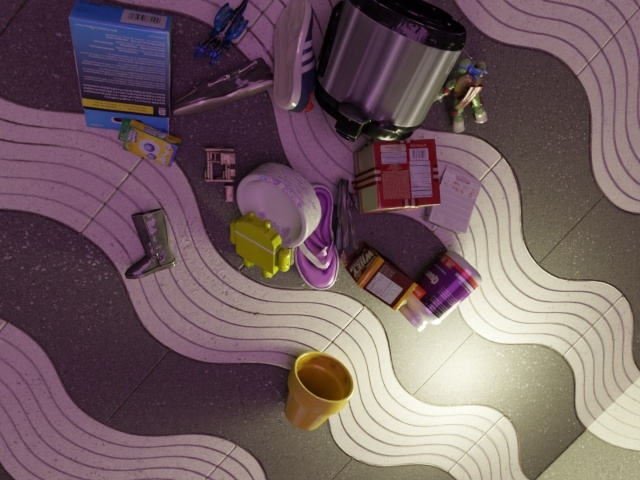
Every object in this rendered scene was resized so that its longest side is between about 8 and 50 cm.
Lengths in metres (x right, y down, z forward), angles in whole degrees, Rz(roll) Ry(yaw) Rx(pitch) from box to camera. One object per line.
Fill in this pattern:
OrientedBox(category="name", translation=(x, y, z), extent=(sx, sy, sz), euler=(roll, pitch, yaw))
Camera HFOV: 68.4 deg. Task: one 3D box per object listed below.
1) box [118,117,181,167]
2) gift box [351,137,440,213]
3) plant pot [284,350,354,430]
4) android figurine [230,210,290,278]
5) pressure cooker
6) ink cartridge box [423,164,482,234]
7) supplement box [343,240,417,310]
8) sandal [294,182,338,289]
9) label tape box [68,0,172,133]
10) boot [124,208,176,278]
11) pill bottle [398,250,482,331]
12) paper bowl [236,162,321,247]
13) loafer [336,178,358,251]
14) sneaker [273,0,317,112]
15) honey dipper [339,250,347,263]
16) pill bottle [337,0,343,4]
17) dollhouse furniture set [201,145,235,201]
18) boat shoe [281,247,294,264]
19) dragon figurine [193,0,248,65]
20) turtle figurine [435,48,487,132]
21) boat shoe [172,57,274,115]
OrientedBox(category="box", translation=(-0.543, -0.309, 1.483), extent=(0.179, 0.043, 0.105), euler=(22, 137, -18))
OrientedBox(category="gift box", translation=(0.261, -0.233, 1.626), extent=(0.255, 0.258, 0.276), euler=(-1, 89, -12))
OrientedBox(category="plant pot", translation=(-0.028, 0.611, 1.862), extent=(0.254, 0.254, 0.239), euler=(16, 119, -18))
OrientedBox(category="android figurine", translation=(-0.212, 0.014, 1.609), extent=(0.248, 0.056, 0.272), euler=(28, 140, 18))
OrientedBox(category="pressure cooker", translation=(0.179, -0.495, 1.402), extent=(0.370, 0.375, 0.420), euler=(-4, 137, -31))
OrientedBox(category="ink cartridge box", translation=(0.515, -0.154, 1.832), extent=(0.181, 0.056, 0.224), euler=(19, 85, -19))
OrientedBox(category="supplement box", translation=(0.220, 0.129, 1.770), extent=(0.194, 0.191, 0.129), euler=(35, 97, -23))
OrientedBox(category="sandal", translation=(-0.015, 0.003, 1.715), extent=(0.170, 0.102, 0.416), euler=(-10, 111, -10))
OrientedBox(category="label tape box", translation=(-0.568, -0.490, 1.383), extent=(0.249, 0.115, 0.347), euler=(3, 141, -15))
OrientedBox(category="boot", translation=(-0.596, 0.011, 1.590), extent=(0.190, 0.076, 0.208), euler=(-22, 120, -21))
OrientedBox(category="pill bottle", translation=(0.465, 0.205, 1.863), extent=(0.323, 0.181, 0.181), euler=(-45, 113, 4))
OrientedBox(category="paper bowl", translation=(-0.127, -0.128, 1.572), extent=(0.148, 0.284, 0.284), euler=(-47, 120, -39))
OrientedBox(category="loafer", translation=(0.102, -0.090, 1.704), extent=(0.084, 0.096, 0.267), euler=(3, 105, 5))
OrientedBox(category="sneaker", translation=(-0.060, -0.580, 1.505), extent=(0.148, 0.131, 0.349), euler=(4, 96, -51))
OrientedBox(category="honey dipper", translation=(0.084, 0.007, 1.784), extent=(0.031, 0.030, 0.160), euler=(-8, 107, -11))
OrientedBox(category="pill bottle", translation=(0.164, -0.758, 1.486), extent=(0.209, 0.117, 0.117), euler=(-12, 111, -9))
OrientedBox(category="dollhouse furniture set", translation=(-0.332, -0.205, 1.532), extent=(0.101, 0.161, 0.181), euler=(-1, 108, -13))
OrientedBox(category="boat shoe", translation=(-0.122, 0.023, 1.722), extent=(0.049, 0.056, 0.152), euler=(-7, 110, -17))
OrientedBox(category="dragon figurine", translation=(-0.272, -0.645, 1.403), extent=(0.085, 0.144, 0.289), euler=(35, 98, -22))
OrientedBox(category="turtle figurine", translation=(0.486, -0.538, 1.653), extent=(0.198, 0.275, 0.266), euler=(-46, 136, -19))
OrientedBox(category="boat shoe", translation=(-0.312, -0.482, 1.480), extent=(0.335, 0.112, 0.095), euler=(-22, 95, -12))
